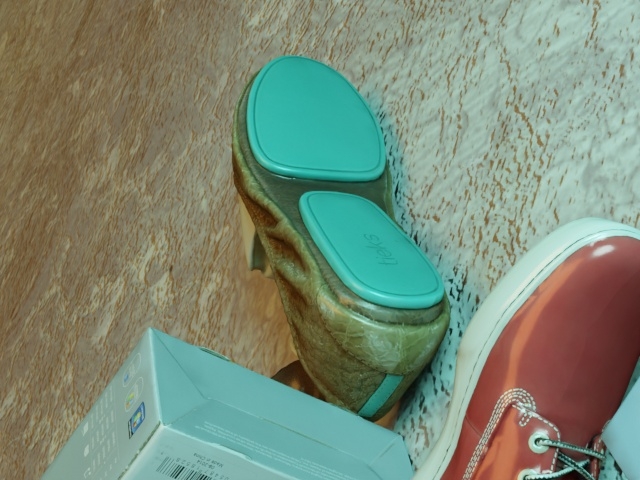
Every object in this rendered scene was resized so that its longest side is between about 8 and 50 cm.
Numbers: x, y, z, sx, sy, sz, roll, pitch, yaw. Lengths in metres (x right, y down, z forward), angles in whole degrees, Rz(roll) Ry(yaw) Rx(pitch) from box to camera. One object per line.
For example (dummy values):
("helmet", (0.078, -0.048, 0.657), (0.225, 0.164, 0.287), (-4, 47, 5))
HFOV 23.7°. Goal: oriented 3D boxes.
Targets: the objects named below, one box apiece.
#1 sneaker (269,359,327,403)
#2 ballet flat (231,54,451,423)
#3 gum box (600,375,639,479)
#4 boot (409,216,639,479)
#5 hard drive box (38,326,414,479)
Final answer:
("sneaker", (-0.067, 0.149, 1.019), (0.188, 0.071, 0.066), (-55, 27, 19))
("ballet flat", (0.000, 0.000, 1.017), (0.342, 0.116, 0.124), (-115, 36, -54))
("gum box", (0.196, 0.061, 0.568), (0.184, 0.041, 0.157), (-65, 32, 28))
("boot", (0.113, 0.123, 0.695), (0.244, 0.088, 0.176), (-65, 25, 16))
("hard drive box", (-0.080, 0.188, 0.882), (0.232, 0.181, 0.089), (-52, 28, 21))
